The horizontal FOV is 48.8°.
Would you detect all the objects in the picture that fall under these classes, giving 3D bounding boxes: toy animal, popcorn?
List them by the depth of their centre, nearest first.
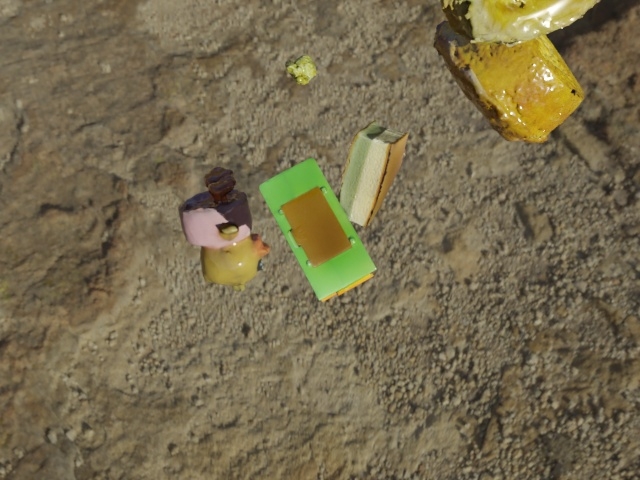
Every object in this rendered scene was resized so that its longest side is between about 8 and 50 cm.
[{"bbox_3d":[-0.216,-0.007,1.598,0.169,0.281,0.195,-24,26,-5],"label":"toy animal"},{"bbox_3d":[-0.048,-0.400,1.641,0.083,0.068,0.059,6,13,-35],"label":"popcorn"}]

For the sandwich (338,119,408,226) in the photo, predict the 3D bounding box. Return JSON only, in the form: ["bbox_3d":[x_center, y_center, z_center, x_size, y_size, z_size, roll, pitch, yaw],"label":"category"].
[{"bbox_3d":[0.128,-0.168,1.734,0.108,0.220,0.186,22,26,13],"label":"sandwich"}]

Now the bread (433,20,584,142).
[{"bbox_3d":[0.450,-0.421,1.714,0.398,0.215,0.398,35,34,-28],"label":"bread"}]

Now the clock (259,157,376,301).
[{"bbox_3d":[0.000,0.000,1.271,0.106,0.255,0.220,-28,79,-2],"label":"clock"}]

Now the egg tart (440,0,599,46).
[{"bbox_3d":[0.258,-0.347,0.794,0.288,0.288,0.118,-15,60,-13],"label":"egg tart"}]
